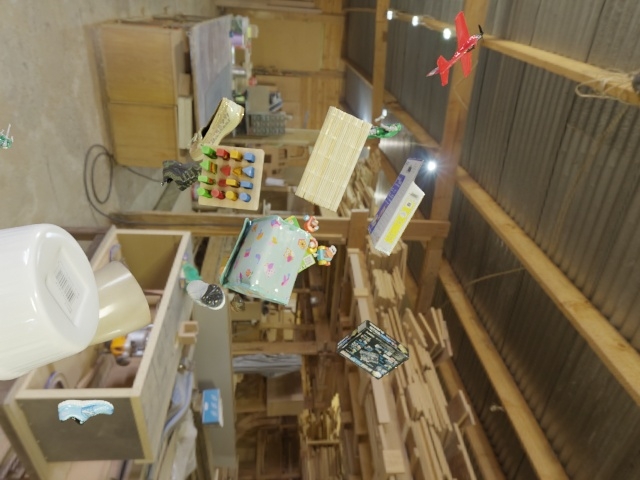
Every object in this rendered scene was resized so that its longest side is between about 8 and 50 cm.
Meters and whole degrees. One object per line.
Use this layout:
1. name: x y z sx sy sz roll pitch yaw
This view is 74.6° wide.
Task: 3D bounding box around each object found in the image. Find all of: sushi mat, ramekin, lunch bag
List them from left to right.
1. ramekin: -0.530 0.101 0.779 0.277 0.135 0.277 165 -90 -82
2. lunch bag: -0.179 0.054 1.227 0.262 0.160 0.223 2 -113 52
3. sushi mat: 0.040 -0.263 1.387 0.019 0.151 0.316 -87 -161 -76

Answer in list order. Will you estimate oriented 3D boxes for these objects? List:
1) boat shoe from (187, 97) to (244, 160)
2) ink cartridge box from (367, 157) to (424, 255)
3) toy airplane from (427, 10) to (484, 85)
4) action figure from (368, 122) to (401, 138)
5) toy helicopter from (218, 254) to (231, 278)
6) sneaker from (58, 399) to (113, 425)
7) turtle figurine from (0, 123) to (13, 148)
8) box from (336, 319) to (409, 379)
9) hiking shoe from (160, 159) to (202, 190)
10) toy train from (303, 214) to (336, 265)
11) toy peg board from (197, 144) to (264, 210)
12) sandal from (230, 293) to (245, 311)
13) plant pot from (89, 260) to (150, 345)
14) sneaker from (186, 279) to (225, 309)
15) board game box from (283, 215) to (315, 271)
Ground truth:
1. boat shoe: -0.388 -0.394 1.488 0.285 0.089 0.105 -37 -135 28
2. ink cartridge box: 0.268 -0.126 1.428 0.307 0.072 0.303 -59 -176 13
3. toy airplane: 0.286 -0.388 0.876 0.028 0.151 0.151 48 -36 40
4. action figure: 0.219 -0.422 1.629 0.137 0.232 0.063 21 -56 57
5. toy helicopter: -0.294 0.126 1.887 0.235 0.355 0.140 -29 109 -73
6. sneaker: -0.740 0.546 1.325 0.063 0.162 0.073 -36 -128 37
7. turtle figurine: -0.889 -0.309 1.092 0.234 0.118 0.175 31 -36 44
8. box: 0.200 0.420 1.598 0.175 0.220 0.051 -46 -164 28
9. hiking shoe: -0.512 -0.246 1.645 0.086 0.227 0.114 3 95 -80
10. toy train: 0.000 0.000 1.328 0.046 0.166 0.125 -19 -150 42
11. toy peg board: -0.240 -0.168 1.086 0.079 0.160 0.161 2 94 -85
12. sandal: -0.415 0.312 2.065 0.090 0.060 0.219 59 -8 -8
13. plant pot: -0.752 0.236 1.374 0.256 0.274 0.256 24 -53 35
14. sneaker: -0.399 0.202 1.497 0.237 0.085 0.086 13 -41 50
15. board game box: -0.119 0.022 1.696 0.039 0.124 0.259 49 -15 49
